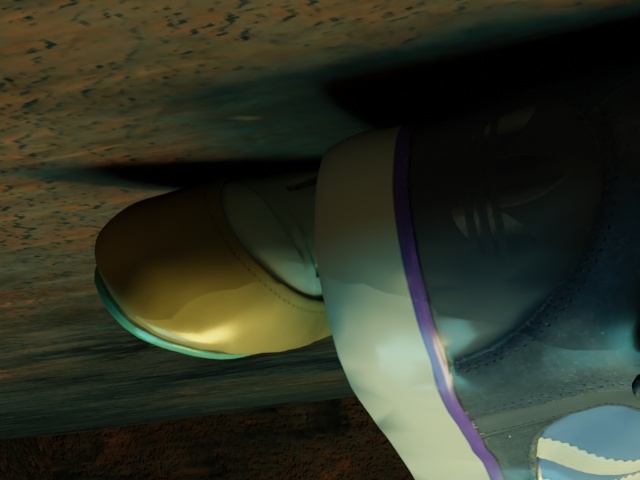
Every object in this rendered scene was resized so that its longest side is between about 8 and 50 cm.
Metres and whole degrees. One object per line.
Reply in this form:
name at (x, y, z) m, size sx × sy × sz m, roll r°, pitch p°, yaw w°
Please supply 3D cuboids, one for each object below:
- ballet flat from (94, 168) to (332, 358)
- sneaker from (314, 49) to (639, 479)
ballet flat at (0.000, 0.000, 0.650) m, size 0.073 × 0.080 × 0.232 m, roll -42°, pitch 159°, yaw 24°
sneaker at (0.151, 0.034, 0.577) m, size 0.236 × 0.130 × 0.323 m, roll -10°, pitch 154°, yaw 15°
